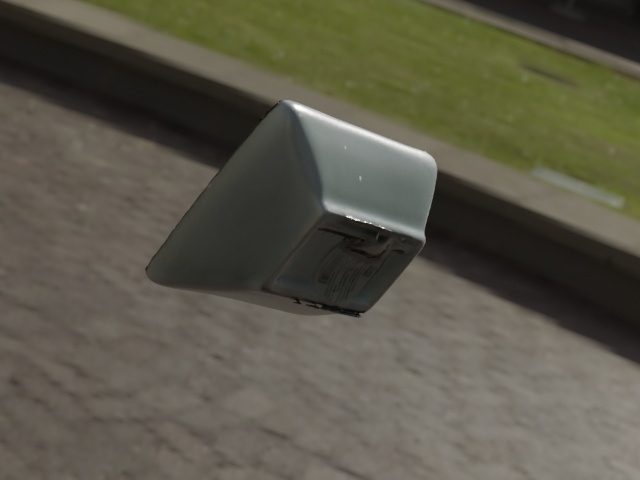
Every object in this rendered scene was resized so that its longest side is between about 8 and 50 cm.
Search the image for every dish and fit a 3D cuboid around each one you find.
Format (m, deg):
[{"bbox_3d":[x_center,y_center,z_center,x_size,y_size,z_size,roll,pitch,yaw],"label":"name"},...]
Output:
[{"bbox_3d":[0.000,0.000,1.370,0.080,0.182,0.243,47,17,29],"label":"dish"}]
